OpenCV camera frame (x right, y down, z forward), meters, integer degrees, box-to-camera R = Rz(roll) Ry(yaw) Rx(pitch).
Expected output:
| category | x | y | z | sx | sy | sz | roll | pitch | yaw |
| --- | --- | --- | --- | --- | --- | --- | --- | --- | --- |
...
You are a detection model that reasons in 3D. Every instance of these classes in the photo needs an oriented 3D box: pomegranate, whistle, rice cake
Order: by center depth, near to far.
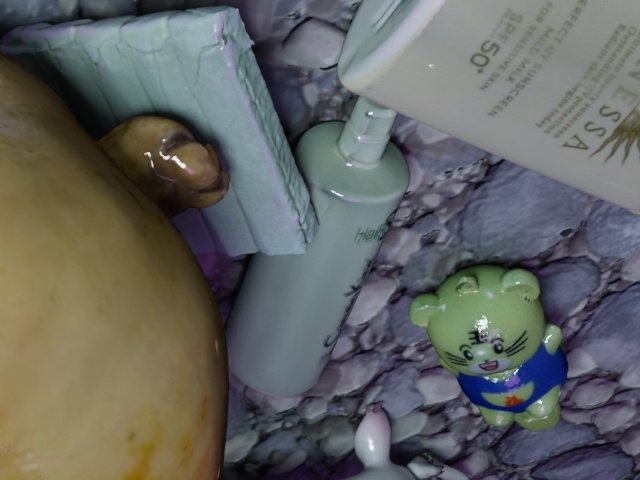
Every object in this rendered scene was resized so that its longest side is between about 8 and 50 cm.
| category | x | y | z | sx | sy | sz | roll | pitch | yaw |
| --- | --- | --- | --- | --- | --- | --- | --- | --- | --- |
| pomegranate | -0.223 | 0.063 | 0.784 | 0.412 | 0.411 | 0.411 | -6 | 137 | -6 |
| rice cake | -0.099 | -0.065 | 0.875 | 0.189 | 0.037 | 0.198 | 0 | 139 | 30 |
| whistle | 0.148 | 0.095 | 1.111 | 0.105 | 0.085 | 0.227 | -15 | 138 | 17 |

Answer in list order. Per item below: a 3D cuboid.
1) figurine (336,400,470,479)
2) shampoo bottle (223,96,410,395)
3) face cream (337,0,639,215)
| category | x | y | z | sx | sy | sz | roll | pitch | yaw |
| --- | --- | --- | --- | --- | --- | --- | --- | --- | --- |
| figurine | 0.020 | 0.278 | 1.220 | 0.316 | 0.206 | 0.284 | -10 | 131 | 8 |
| shampoo bottle | 0.000 | 0.000 | 0.980 | 0.085 | 0.085 | 0.262 | 7 | 134 | -18 |
| face cream | 0.195 | -0.109 | 0.909 | 0.349 | 0.081 | 0.173 | 21 | 123 | -29 |
